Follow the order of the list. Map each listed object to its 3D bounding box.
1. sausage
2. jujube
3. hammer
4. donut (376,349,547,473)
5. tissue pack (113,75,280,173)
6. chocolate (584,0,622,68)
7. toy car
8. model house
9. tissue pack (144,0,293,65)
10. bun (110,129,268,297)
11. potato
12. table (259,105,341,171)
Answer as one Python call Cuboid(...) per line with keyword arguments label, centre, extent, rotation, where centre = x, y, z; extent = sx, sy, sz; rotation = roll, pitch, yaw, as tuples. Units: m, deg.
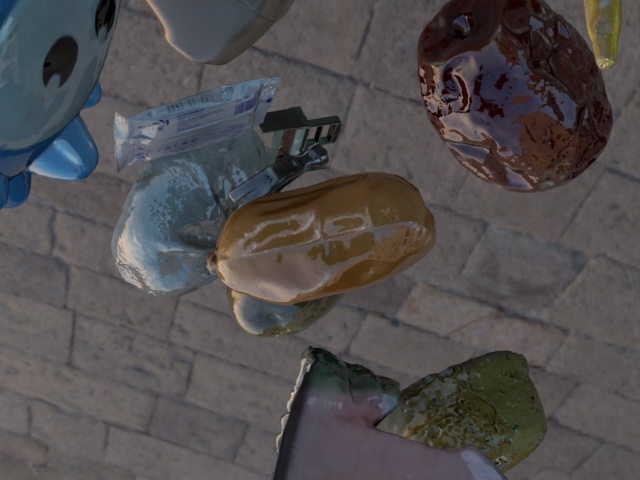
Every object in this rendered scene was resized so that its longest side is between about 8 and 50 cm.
Cuboid(label="sausage", centre=(0.000, 0.000, 0.966), extent=(0.241, 0.120, 0.136), rotation=(-15, 159, 10))
Cuboid(label="jujube", centre=(0.313, -0.229, 1.481), extent=(0.276, 0.276, 0.377), rotation=(-23, 139, 36))
Cuboid(label="hammer", centre=(-0.086, -0.024, 1.129), extent=(0.033, 0.111, 0.287), rotation=(55, 149, 8))
Cuboid(label="donut", centre=(0.156, 0.249, 1.098), extent=(0.272, 0.107, 0.272), rotation=(-22, 150, -13))
Cuboid(label="tissue pack", centre=(-0.144, -0.135, 1.068), extent=(0.193, 0.026, 0.122), rotation=(-19, 165, -18))
Cuboid(label="chocolate", centre=(0.563, -0.445, 1.832), extent=(0.086, 0.219, 0.085), rotation=(0, 163, 0))
Cuboid(label="toy car", centre=(-0.198, -0.095, 0.468), extent=(0.255, 0.188, 0.190), rotation=(-17, 123, 37))
Cuboid(label="model house", centre=(0.069, 0.216, 0.680), extent=(0.237, 0.202, 0.237), rotation=(18, 138, 0))
Cuboid(label="tissue pack", centre=(-0.189, -0.470, 1.348), extent=(0.387, 0.267, 0.277), rotation=(42, 119, -13))
Cuboid(label="bun", centre=(-0.206, -0.044, 1.606), extent=(0.194, 0.354, 0.354), rotation=(33, 140, 11))
Cuboid(label="potato", centre=(-0.036, 0.039, 1.338), extent=(0.160, 0.235, 0.178), rotation=(47, 175, 13))
Cuboid(label="table", centre=(-0.059, -0.204, 1.924), extent=(0.175, 0.062, 0.146), rotation=(-12, 147, -24))
